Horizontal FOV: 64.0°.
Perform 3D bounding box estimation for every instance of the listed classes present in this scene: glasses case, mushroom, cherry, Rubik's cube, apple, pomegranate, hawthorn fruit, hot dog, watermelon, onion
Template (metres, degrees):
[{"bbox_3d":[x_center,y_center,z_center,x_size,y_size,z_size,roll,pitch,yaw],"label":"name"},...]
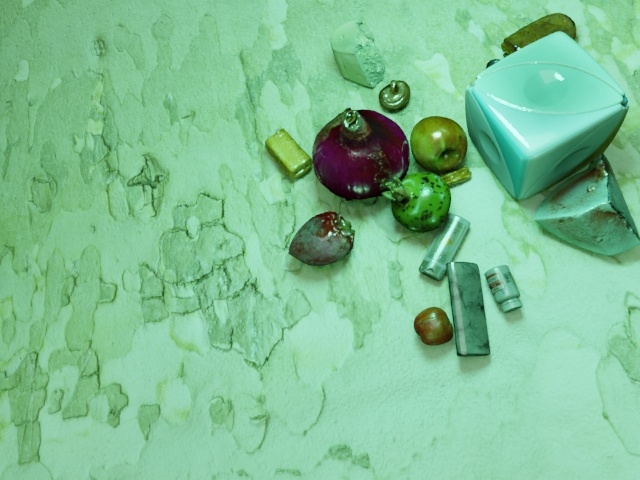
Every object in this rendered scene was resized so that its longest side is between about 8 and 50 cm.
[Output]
[{"bbox_3d":[0.465,0.217,1.629,0.114,0.060,0.299,3,70,-17],"label":"glasses case"},{"bbox_3d":[0.282,-0.552,1.945,0.126,0.085,0.109,-22,102,6],"label":"mushroom"},{"bbox_3d":[0.000,0.000,1.787,0.250,0.175,0.192,-23,58,9],"label":"cherry"},{"bbox_3d":[0.691,-0.383,1.625,0.347,0.352,0.351,-29,69,4],"label":"Rubik's cube"},{"bbox_3d":[0.406,-0.340,1.782,0.196,0.196,0.195,-5,71,14],"label":"apple"},{"bbox_3d":[0.318,-0.133,1.709,0.211,0.263,0.210,-17,68,49],"label":"pomegranate"},{"bbox_3d":[0.359,0.275,1.626,0.128,0.128,0.128,-5,71,14],"label":"hawthorn fruit"},{"bbox_3d":[0.783,-0.707,1.836,0.272,0.122,0.196,-34,66,-14],"label":"hot dog"},{"bbox_3d":[0.810,-0.109,1.572,0.290,0.214,0.319,-6,82,16],"label":"watermelon"},{"bbox_3d":[0.470,-0.221,1.805,0.133,0.041,0.056,-19,68,1],"label":"hot dog"},{"bbox_3d":[0.129,-0.317,1.743,0.348,0.385,0.347,-4,70,10],"label":"onion"}]

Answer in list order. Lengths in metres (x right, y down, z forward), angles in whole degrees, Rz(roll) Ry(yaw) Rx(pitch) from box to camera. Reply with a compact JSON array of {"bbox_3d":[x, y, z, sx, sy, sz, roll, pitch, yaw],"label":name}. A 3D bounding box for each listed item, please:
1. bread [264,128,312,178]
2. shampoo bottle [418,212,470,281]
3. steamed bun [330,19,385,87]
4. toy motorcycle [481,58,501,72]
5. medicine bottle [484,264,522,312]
[{"bbox_3d":[-0.125,-0.335,1.986,0.114,0.083,0.211,-36,66,-4],"label":"bread"},{"bbox_3d":[0.417,0.021,1.724,0.086,0.056,0.227,28,81,18],"label":"shampoo bottle"},{"bbox_3d":[0.152,-0.730,1.964,0.200,0.225,0.170,33,83,25],"label":"steamed bun"},{"bbox_3d":[0.627,-0.572,1.853,0.122,0.082,0.213,29,73,16],"label":"toy motorcycle"},{"bbox_3d":[0.582,0.154,1.620,0.079,0.079,0.140,-20,68,9],"label":"medicine bottle"}]
